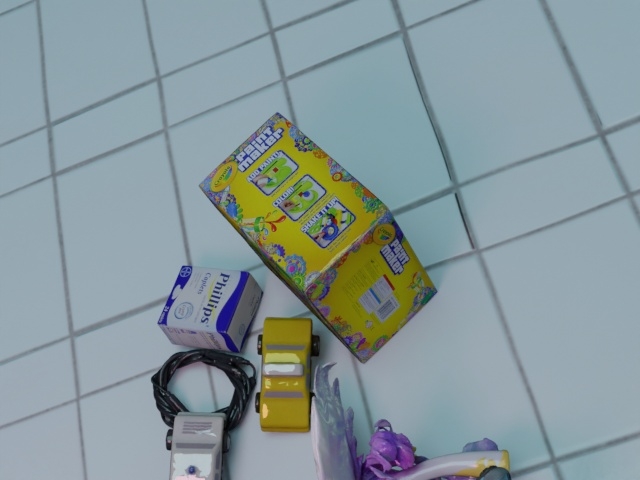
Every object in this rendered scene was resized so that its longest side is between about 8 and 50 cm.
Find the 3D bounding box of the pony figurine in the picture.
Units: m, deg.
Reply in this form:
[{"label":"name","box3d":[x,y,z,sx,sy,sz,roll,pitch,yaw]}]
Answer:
[{"label":"pony figurine","box3d":[0.080,0.367,1.551,0.363,0.303,0.351,0,71,5]}]

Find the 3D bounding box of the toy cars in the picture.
[{"label":"toy cars","box3d":[-0.126,0.284,1.733,0.176,0.087,0.394,41,83,12]}]

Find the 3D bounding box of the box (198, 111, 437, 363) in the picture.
[{"label":"box","box3d":[0.000,0.000,1.741,0.177,0.290,0.279,-44,57,-5]}]

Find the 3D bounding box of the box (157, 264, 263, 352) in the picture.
[{"label":"box","box3d":[-0.187,0.115,1.874,0.137,0.072,0.126,4,56,23]}]

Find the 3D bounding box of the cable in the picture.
[{"label":"cable","box3d":[-0.201,0.254,1.837,0.184,0.047,0.151,9,71,21]}]

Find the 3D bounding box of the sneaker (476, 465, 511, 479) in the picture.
[{"label":"sneaker","box3d":[0.274,0.409,1.393,0.125,0.104,0.262,-21,79,32]}]
